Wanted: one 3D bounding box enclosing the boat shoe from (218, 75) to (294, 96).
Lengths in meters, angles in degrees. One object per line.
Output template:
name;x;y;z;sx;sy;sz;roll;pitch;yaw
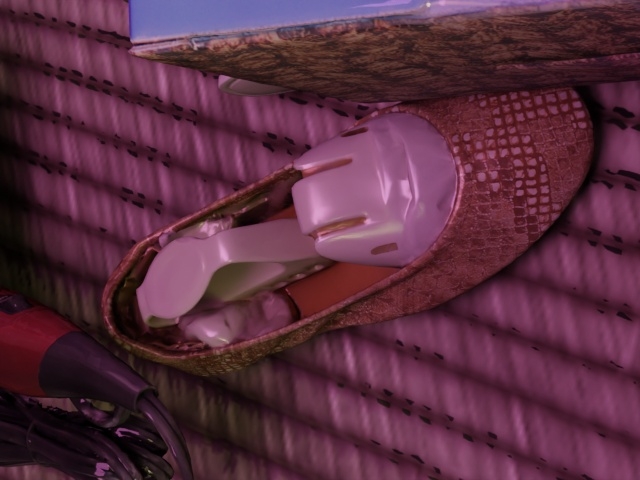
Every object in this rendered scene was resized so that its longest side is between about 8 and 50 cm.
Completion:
boat shoe;0.013;-0.088;0.589;0.125;0.046;0.038;-25;74;33

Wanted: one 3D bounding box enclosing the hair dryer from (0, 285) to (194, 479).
hair dryer;-0.131;0.028;0.667;0.293;0.080;0.223;58;137;10

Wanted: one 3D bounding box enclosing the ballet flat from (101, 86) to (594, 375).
ballet flat;0.000;0.000;0.584;0.206;0.067;0.073;-31;71;35

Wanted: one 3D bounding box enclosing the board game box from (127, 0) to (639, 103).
board game box;0.078;-0.194;0.450;0.232;0.141;0.291;-1;88;29
